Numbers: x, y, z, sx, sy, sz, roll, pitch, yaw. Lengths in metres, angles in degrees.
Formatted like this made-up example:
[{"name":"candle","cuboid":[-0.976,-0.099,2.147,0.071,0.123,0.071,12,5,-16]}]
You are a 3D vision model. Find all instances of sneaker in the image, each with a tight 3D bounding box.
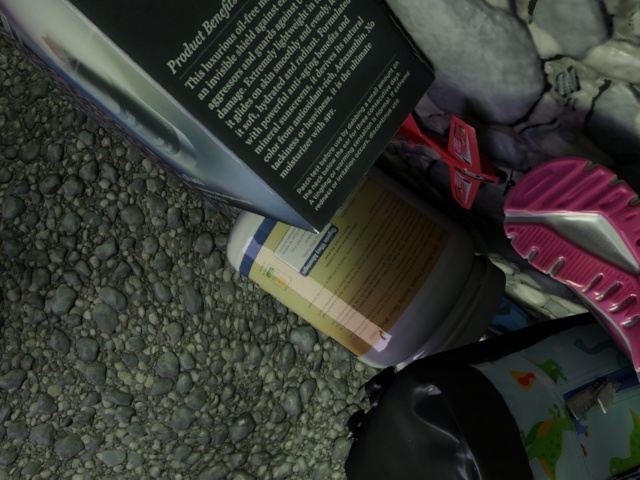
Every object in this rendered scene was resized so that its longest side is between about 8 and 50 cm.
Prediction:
[{"name":"sneaker","cuboid":[0.255,0.035,0.354,0.252,0.103,0.111,51,-153,10]},{"name":"sneaker","cuboid":[0.262,0.112,0.784,0.209,0.082,0.069,36,168,-7]}]

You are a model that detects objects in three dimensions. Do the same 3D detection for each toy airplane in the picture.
[{"name":"toy airplane","cuboid":[0.124,-0.088,0.462,0.151,0.028,0.151,35,169,8]}]

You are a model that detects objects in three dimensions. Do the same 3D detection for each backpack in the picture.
[{"name":"backpack","cuboid":[0.238,0.195,0.462,0.273,0.355,0.290,51,147,29]}]

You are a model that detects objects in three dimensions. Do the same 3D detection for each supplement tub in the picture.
[{"name":"supplement tub","cuboid":[0.059,0.025,0.629,0.316,0.228,0.228,36,170,2]}]

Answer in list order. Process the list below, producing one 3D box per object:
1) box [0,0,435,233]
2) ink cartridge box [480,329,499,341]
[{"name":"box","cuboid":[-0.116,-0.177,0.422,0.294,0.183,0.296,43,168,-28]},{"name":"ink cartridge box","cuboid":[0.282,0.205,0.853,0.384,0.091,0.308,28,-177,13]}]
